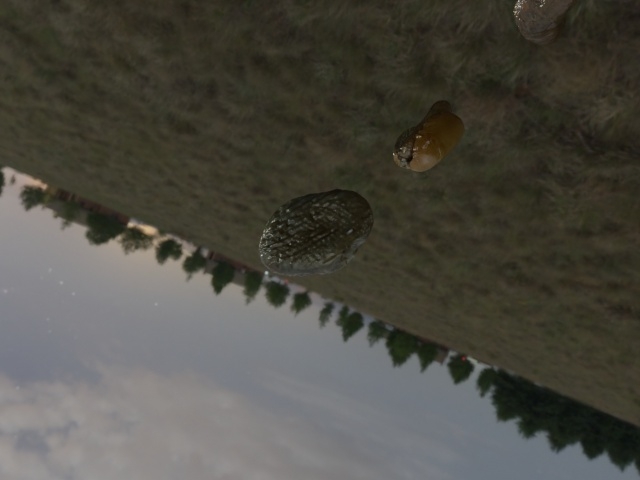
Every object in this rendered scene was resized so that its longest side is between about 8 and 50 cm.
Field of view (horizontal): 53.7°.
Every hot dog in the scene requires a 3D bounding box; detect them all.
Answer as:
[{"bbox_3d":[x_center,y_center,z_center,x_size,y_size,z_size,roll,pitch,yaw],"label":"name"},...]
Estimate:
[{"bbox_3d":[0.159,-0.151,0.909,0.090,0.140,0.060,-1,123,58],"label":"hot dog"}]

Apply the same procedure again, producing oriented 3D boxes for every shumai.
[{"bbox_3d":[0.000,0.000,1.134,0.161,0.210,0.153,60,-179,23],"label":"shumai"}]

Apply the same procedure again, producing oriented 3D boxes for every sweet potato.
[{"bbox_3d":[0.402,-0.420,1.136,0.114,0.092,0.341,-21,177,14],"label":"sweet potato"}]
